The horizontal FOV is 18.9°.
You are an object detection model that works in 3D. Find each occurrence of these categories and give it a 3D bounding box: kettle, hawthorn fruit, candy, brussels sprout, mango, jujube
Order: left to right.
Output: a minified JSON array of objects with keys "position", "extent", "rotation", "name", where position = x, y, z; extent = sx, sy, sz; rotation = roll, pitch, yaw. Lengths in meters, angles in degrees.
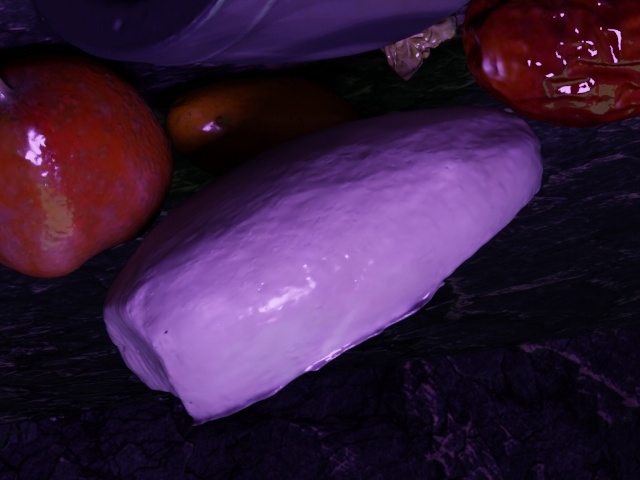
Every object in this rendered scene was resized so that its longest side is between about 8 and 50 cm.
[{"position":[-0.240,-0.083,1.683],"extent":[0.199,0.199,0.251],"rotation":[-13,151,7],"name":"hawthorn fruit"},{"position":[-0.052,-0.107,1.860],"extent":[0.147,0.109,0.227],"rotation":[7,-178,42],"name":"mango"},{"position":[0.000,0.000,1.720],"extent":[0.427,0.186,0.386],"rotation":[-26,-177,0],"name":"candy"},{"position":[0.013,-0.251,1.184],"extent":[0.324,0.228,0.321],"rotation":[-3,133,-50],"name":"kettle"},{"position":[0.086,-0.187,1.763],"extent":[0.085,0.058,0.085],"rotation":[-44,176,-4],"name":"brussels sprout"},{"position":[0.251,-0.182,1.675],"extent":[0.250,0.174,0.174],"rotation":[-4,165,-15],"name":"jujube"}]
